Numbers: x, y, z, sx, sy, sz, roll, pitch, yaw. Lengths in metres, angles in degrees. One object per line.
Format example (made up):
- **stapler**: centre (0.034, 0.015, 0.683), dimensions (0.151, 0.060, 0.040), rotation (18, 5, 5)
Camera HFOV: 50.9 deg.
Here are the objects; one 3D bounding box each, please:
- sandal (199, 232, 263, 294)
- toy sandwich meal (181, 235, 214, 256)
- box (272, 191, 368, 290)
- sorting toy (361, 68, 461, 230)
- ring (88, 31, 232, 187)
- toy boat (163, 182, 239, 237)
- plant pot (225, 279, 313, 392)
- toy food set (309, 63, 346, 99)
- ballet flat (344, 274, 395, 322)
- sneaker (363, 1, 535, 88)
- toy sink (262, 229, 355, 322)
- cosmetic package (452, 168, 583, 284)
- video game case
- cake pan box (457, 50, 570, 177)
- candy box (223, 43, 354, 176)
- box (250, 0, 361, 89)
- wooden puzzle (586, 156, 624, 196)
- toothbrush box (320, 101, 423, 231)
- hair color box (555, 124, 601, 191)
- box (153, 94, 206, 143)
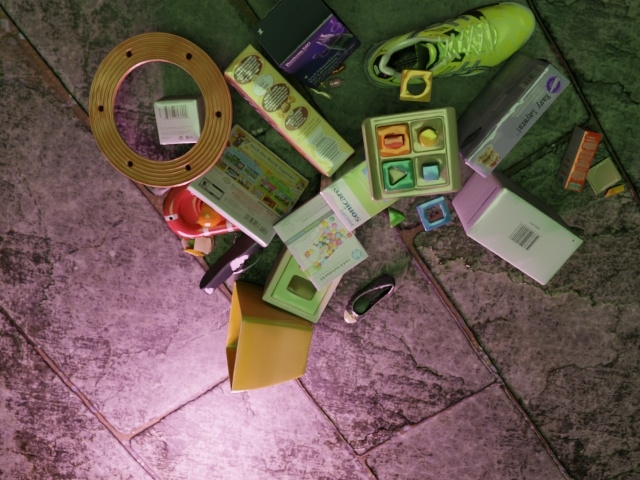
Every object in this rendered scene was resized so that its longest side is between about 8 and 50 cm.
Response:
- **sandal**: centre (-0.203, 0.048, 1.688), dimensions (0.054, 0.097, 0.254), rotation (38, 117, -25)
- **toy sandwich meal**: centre (-0.311, 0.006, 1.700), dimensions (0.085, 0.029, 0.086), rotation (0, 110, 1)
- **box**: centre (0.000, 0.000, 1.558), dimensions (0.145, 0.038, 0.186), rotation (-34, 101, 2)
- **sorting toy**: centre (0.192, -0.177, 1.393), dimensions (0.195, 0.047, 0.348), rotation (-8, 109, 4)
- **ring**: centre (-0.354, -0.287, 1.494), dimensions (0.336, 0.032, 0.337), rotation (2, 100, 11)
- **toy boat**: centre (-0.262, -0.076, 1.604), dimensions (0.230, 0.151, 0.151), rotation (-11, 110, 5)
- **plant pot**: centre (-0.130, 0.242, 1.703), dimensions (0.187, 0.212, 0.212), rotation (4, 111, -14)
- **toy food set**: centre (0.023, -0.393, 1.552), dimensions (0.077, 0.019, 0.122), rotation (23, 102, -7)
- **ballet flat**: centre (0.123, 0.152, 1.735), dimensions (0.057, 0.049, 0.173), rotation (41, 106, -12)
- **sneaker**: centre (0.287, -0.412, 1.471), dimensions (0.384, 0.147, 0.145), rotation (-19, 107, 7)
- **toy sink**: centre (-0.025, 0.059, 1.660), dimensions (0.152, 0.131, 0.234), rotation (26, 108, -9)
- **cosmetic package**: centre (0.447, -0.045, 1.562), dimensions (0.224, 0.225, 0.138), rotation (32, 110, -10)
- **video game case**: centre (-0.165, -0.130, 1.579), dimensions (0.227, 0.026, 0.206), rotation (38, 63, -12)
- **cake pan box**: centre (0.397, -0.286, 1.464), dimensions (0.070, 0.246, 0.267), rotation (34, 106, -15)
- **candy box**: centre (-0.076, -0.285, 1.499), dimensions (0.087, 0.183, 0.316), rotation (-45, 104, 0)
- **box**: centre (-0.026, -0.431, 1.428), dimensions (0.153, 0.207, 0.108), rotation (-42, 77, 16)
- **wooden puzzle**: centre (0.684, -0.156, 1.629), dimensions (0.078, 0.014, 0.116), rotation (-29, 107, 7)
- **toothbrush box**: centre (0.146, -0.172, 1.531), dimensions (0.283, 0.206, 0.122), rotation (-35, 106, 14)
- **hair color box**: centre (0.607, -0.194, 1.585), dimensions (0.043, 0.072, 0.141), rotation (13, 111, -3)
- **box**: centre (-0.322, -0.282, 1.562), dimensions (0.101, 0.087, 0.102), rotation (-3, 111, 3)
